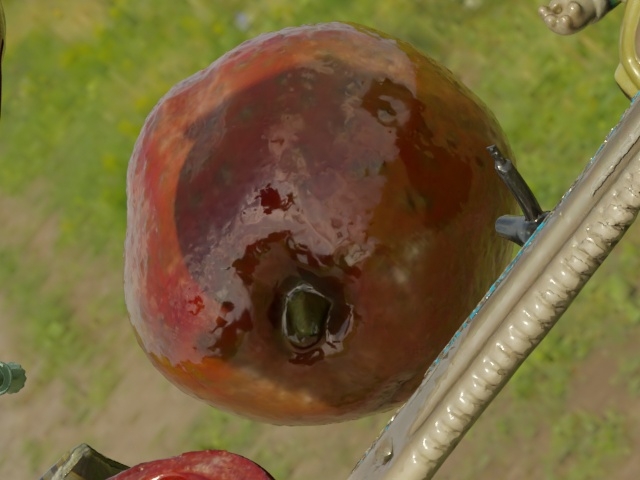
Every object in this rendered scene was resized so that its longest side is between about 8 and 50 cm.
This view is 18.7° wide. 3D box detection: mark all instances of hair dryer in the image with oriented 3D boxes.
[{"bbox_3d":[0.118,-0.026,1.172,0.031,0.083,0.079,-37,22,-16],"label":"hair dryer"}]

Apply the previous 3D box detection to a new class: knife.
[{"bbox_3d":[0.111,0.009,0.904,0.365,0.043,0.089,-56,6,19],"label":"knife"}]

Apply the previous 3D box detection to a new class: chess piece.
[{"bbox_3d":[-0.270,0.115,1.608,0.042,0.042,0.093,-49,-14,6],"label":"chess piece"}]

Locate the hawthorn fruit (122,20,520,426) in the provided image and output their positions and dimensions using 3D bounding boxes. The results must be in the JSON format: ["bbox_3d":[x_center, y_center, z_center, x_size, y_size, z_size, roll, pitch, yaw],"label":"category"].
[{"bbox_3d":[0.000,0.000,1.830,0.403,0.403,0.403,-47,14,15],"label":"hawthorn fruit"}]

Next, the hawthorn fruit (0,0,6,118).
[{"bbox_3d":[-0.302,-0.093,1.263,0.208,0.248,0.208,-6,13,1],"label":"hawthorn fruit"}]

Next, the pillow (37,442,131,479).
[{"bbox_3d":[-0.216,0.256,1.545,0.212,0.052,0.208,-49,-23,0],"label":"pillow"}]

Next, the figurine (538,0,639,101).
[{"bbox_3d":[0.303,-0.234,1.695,0.224,0.382,0.205,-46,-7,11],"label":"figurine"}]

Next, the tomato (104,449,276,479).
[{"bbox_3d":[-0.108,0.261,1.346,0.233,0.139,0.200,-23,35,8],"label":"tomato"}]
